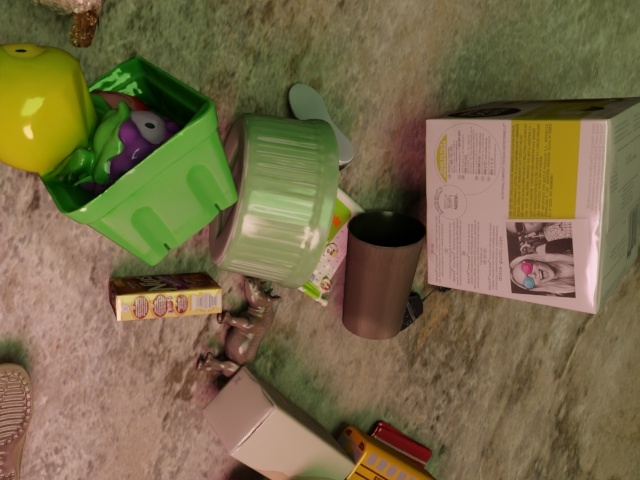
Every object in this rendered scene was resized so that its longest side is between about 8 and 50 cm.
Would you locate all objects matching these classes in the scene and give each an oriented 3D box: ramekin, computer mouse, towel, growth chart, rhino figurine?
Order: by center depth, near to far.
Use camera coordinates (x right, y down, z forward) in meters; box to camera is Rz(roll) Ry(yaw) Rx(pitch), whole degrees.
[{"bbox_3d":[-0.093,-0.075,1.099,0.148,0.303,0.303,9,99,-20],"label":"ramekin"},{"bbox_3d":[-0.151,0.168,1.251,0.106,0.073,0.243,22,94,-22],"label":"rhino figurine"},{"bbox_3d":[0.000,0.000,1.310,0.172,0.021,0.237,30,87,-29],"label":"growth chart"},{"bbox_3d":[0.233,0.123,1.447,0.242,0.041,0.071,-36,124,-21],"label":"computer mouse"},{"bbox_3d":[0.134,0.583,1.514,0.199,0.031,0.275,34,87,-28],"label":"towel"}]

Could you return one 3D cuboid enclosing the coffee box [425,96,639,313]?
[{"bbox_3d":[0.427,-0.096,1.254,0.337,0.334,0.338,-24,116,-49],"label":"coffee box"}]

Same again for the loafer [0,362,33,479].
[{"bbox_3d":[-0.556,0.328,1.089,0.102,0.092,0.269,8,102,-28],"label":"loafer"}]

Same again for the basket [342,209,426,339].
[{"bbox_3d":[0.120,0.077,1.301,0.204,0.154,0.227,-40,141,-60],"label":"basket"}]

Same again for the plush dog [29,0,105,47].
[{"bbox_3d":[-0.416,-0.406,0.889,0.225,0.262,0.211,14,97,-18],"label":"plush dog"}]

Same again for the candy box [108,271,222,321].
[{"bbox_3d":[-0.283,0.100,1.152,0.186,0.109,0.053,-4,105,-25],"label":"candy box"}]

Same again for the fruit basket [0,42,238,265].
[{"bbox_3d":[-0.337,-0.176,0.912,0.283,0.392,0.392,-39,116,-11],"label":"fruit basket"}]

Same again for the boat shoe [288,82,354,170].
[{"bbox_3d":[-0.006,-0.215,1.235,0.065,0.083,0.183,-34,88,-14],"label":"boat shoe"}]

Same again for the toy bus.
[{"bbox_3d":[0.162,0.558,1.443,0.332,0.108,0.130,38,84,-28],"label":"toy bus"}]

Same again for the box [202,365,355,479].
[{"bbox_3d":[-0.077,0.397,1.266,0.121,0.148,0.311,-46,129,-5],"label":"box"}]
